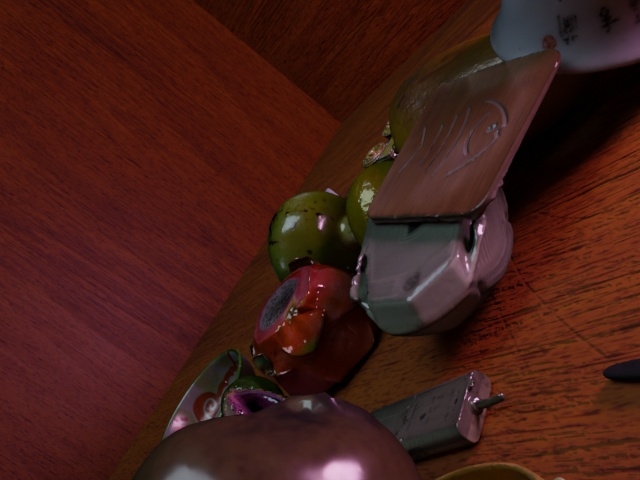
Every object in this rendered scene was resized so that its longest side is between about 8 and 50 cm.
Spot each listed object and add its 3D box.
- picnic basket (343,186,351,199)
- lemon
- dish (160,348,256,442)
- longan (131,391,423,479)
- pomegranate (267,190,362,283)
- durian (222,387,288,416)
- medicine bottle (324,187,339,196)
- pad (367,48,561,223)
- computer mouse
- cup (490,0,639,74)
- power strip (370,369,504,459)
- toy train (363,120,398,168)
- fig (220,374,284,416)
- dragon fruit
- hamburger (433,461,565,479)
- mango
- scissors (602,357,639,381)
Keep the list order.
[{"bbox_3d":[0.104,-0.116,1.952,0.110,0.055,0.193,-42,15,45],"label":"picnic basket"},{"bbox_3d":[0.139,-0.057,1.305,0.184,0.184,0.248,-43,23,38],"label":"lemon"},{"bbox_3d":[-0.238,0.423,1.508,0.324,0.124,0.324,-46,20,21],"label":"dish"},{"bbox_3d":[-0.047,0.305,0.645,0.319,0.319,0.319,-49,12,14],"label":"longan"},{"bbox_3d":[0.010,-0.001,1.533,0.340,0.260,0.260,-28,26,48],"label":"pomegranate"},{"bbox_3d":[-0.106,0.362,1.151,0.260,0.153,0.187,-127,51,-69],"label":"durian"},{"bbox_3d":[0.000,0.000,1.760,0.254,0.152,0.152,-51,11,3],"label":"medicine bottle"},{"bbox_3d":[0.204,-0.150,0.965,0.287,0.018,0.284,-61,24,-14],"label":"pad"},{"bbox_3d":[0.184,0.010,0.993,0.228,0.145,0.429,-33,22,30],"label":"computer mouse"},{"bbox_3d":[0.411,-0.412,0.951,0.347,0.163,0.347,-16,39,14],"label":"cup"},{"bbox_3d":[0.134,0.230,0.816,0.268,0.034,0.092,-40,16,48],"label":"power strip"},{"bbox_3d":[0.225,-0.238,1.669,0.177,0.134,0.261,-14,39,59],"label":"toy train"},{"bbox_3d":[-0.122,0.344,1.313,0.156,0.123,0.123,10,59,45],"label":"fig"},{"bbox_3d":[-0.023,0.162,1.254,0.291,0.189,0.291,-50,11,13],"label":"dragon fruit"},{"bbox_3d":[0.108,0.276,0.324,0.274,0.212,0.274,-46,6,6],"label":"hamburger"},{"bbox_3d":[0.316,-0.266,1.192,0.445,0.220,0.301,-20,27,47],"label":"mango"},{"bbox_3d":[0.322,0.099,0.526,0.088,0.017,0.220,-59,12,-27],"label":"scissors"}]
